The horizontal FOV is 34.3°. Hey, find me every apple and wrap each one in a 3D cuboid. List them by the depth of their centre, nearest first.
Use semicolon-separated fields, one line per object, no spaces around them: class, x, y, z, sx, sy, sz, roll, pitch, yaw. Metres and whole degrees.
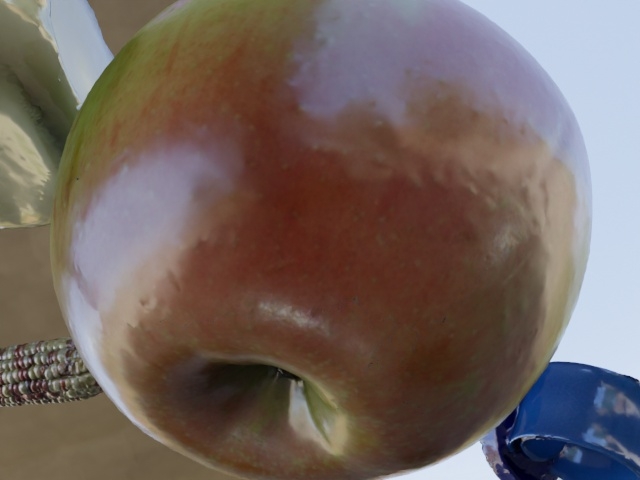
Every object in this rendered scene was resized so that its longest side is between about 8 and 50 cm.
apple;0.000;0.000;0.619;0.319;0.277;0.319;15;-28;8

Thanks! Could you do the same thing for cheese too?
cheese;-0.265;-0.112;0.756;0.233;0.127;0.266;-1;-36;10

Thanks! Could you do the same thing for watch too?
watch;0.289;0.207;1.195;0.196;0.171;0.200;29;-22;-34

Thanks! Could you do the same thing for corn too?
corn;-0.358;0.162;1.224;0.237;0.080;0.079;-11;-29;14
